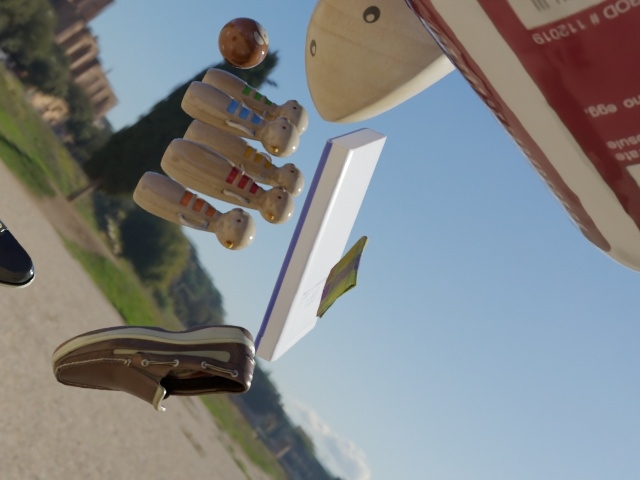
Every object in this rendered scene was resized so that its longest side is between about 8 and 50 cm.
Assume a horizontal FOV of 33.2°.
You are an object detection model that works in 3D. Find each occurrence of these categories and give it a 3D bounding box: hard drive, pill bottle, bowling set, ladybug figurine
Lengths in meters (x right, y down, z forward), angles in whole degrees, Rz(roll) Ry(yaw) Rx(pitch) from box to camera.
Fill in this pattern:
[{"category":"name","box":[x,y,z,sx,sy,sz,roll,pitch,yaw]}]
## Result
[{"category":"hard drive","box":[0.000,0.000,1.539,0.040,0.319,0.210,24,16,12]},{"category":"pill bottle","box":[0.192,-0.121,0.574,0.392,0.224,0.224,46,-4,-32]},{"category":"bowling set","box":[-0.070,-0.117,1.139,0.154,0.200,0.287,26,23,-4]},{"category":"ladybug figurine","box":[0.122,-0.304,1.407,0.305,0.449,0.162,-25,-77,35]}]

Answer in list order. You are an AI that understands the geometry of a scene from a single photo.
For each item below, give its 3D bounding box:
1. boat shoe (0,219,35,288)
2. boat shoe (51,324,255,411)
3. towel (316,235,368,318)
[{"category":"boat shoe","box":[-0.303,-0.009,0.940,0.133,0.049,0.042,40,-46,6]},{"category":"boat shoe","box":[-0.210,0.165,1.350,0.095,0.257,0.095,86,-3,-52]},{"category":"towel","box":[0.022,0.034,1.011,0.009,0.060,0.083,37,31,-12]}]
